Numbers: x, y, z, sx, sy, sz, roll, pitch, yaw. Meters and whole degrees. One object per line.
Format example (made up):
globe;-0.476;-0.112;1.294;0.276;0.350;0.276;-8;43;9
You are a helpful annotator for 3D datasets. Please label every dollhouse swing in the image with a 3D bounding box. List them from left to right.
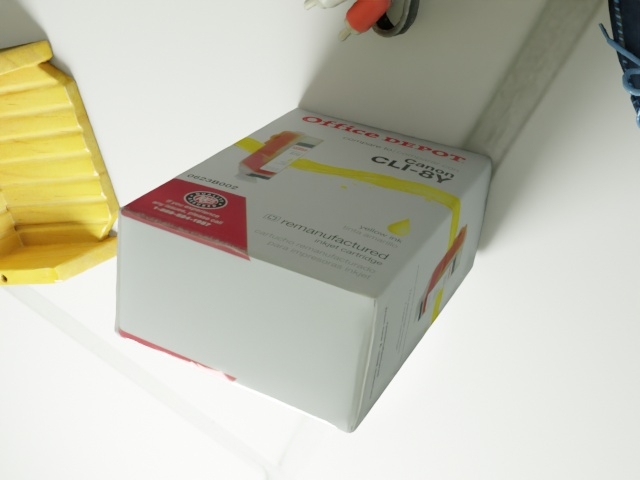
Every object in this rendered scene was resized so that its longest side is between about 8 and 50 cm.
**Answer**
dollhouse swing;-0.535;-0.070;1.260;0.315;0.305;0.347;-2;113;30

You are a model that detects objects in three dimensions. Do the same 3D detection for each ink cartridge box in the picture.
ink cartridge box;0.000;0.000;0.958;0.279;0.384;0.161;18;119;19

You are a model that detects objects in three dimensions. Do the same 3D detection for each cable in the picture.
cable;0.085;-0.301;0.907;0.139;0.072;0.287;53;147;-9

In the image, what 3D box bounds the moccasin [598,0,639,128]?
moccasin;0.380;-0.132;0.845;0.137;0.117;0.342;-22;103;35
